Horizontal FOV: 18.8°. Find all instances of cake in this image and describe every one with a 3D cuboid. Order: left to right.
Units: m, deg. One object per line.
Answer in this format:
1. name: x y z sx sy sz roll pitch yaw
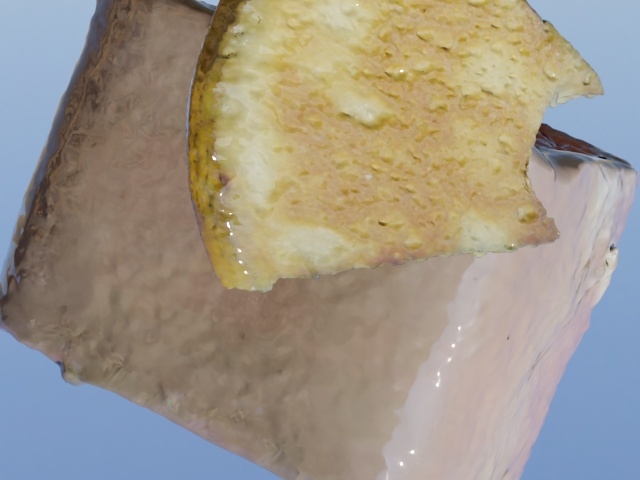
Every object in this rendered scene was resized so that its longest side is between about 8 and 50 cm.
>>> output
1. cake: 0.000 0.000 1.110 0.309 0.230 0.237 22 -170 21

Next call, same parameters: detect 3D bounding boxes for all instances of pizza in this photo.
1. pizza: 0.041 -0.066 0.837 0.034 0.181 0.262 8 -177 42
